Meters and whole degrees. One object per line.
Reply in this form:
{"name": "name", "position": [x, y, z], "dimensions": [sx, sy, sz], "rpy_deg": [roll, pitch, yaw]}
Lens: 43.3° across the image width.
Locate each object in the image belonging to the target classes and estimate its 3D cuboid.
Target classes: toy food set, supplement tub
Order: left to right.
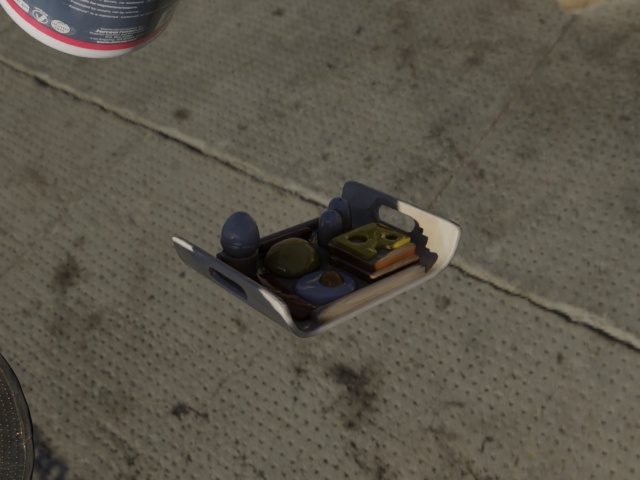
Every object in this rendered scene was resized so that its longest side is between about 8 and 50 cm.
{"name": "supplement tub", "position": [-0.188, -0.305, 0.717], "dimensions": [0.191, 0.272, 0.191], "rpy_deg": [9, 68, -24]}
{"name": "toy food set", "position": [0.000, 0.000, 1.016], "dimensions": [0.306, 0.093, 0.219], "rpy_deg": [-22, 34, -37]}

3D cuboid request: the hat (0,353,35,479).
{"name": "hat", "position": [-0.461, 0.263, 0.965], "dimensions": [0.331, 0.134, 0.332], "rpy_deg": [-3, 76, 13]}
